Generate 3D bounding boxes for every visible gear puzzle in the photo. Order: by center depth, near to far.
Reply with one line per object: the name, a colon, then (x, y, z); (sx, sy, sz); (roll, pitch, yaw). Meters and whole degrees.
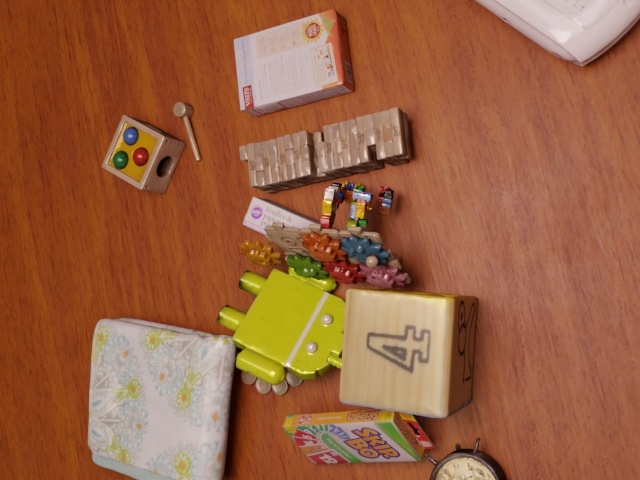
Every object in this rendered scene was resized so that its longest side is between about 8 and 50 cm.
gear puzzle: (-0.018, 0.033, 1.332); (0.338, 0.175, 0.044); (4, 60, 33)

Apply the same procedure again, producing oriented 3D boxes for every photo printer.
photo printer: (0.417, -0.466, 1.258); (0.307, 0.107, 0.256); (42, 104, 21)

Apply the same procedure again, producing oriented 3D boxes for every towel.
towel: (-0.341, 0.336, 1.537); (0.374, 0.090, 0.321); (5, 91, 33)

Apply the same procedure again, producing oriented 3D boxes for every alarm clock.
alarm clock: (0.266, 0.451, 1.291); (0.129, 0.064, 0.192); (-24, 74, 21)

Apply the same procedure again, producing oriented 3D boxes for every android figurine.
android figurine: (-0.055, 0.160, 1.417); (0.272, 0.056, 0.248); (24, 68, 19)

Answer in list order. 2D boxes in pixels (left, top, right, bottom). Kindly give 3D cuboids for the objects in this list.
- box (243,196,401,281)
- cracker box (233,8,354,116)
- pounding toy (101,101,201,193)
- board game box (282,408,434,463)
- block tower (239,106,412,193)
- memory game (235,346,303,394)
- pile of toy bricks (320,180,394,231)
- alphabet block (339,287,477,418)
box: (0.000, 0.000, 1.444); (0.324, 0.067, 0.063); (24, 97, 23)
cracker box: (-0.056, -0.354, 1.492); (0.232, 0.067, 0.156); (-9, 82, 23)
pounding toy: (-0.352, -0.212, 1.604); (0.181, 0.094, 0.206); (29, 99, 24)
board game box: (0.067, 0.358, 1.346); (0.259, 0.039, 0.124); (-14, 126, 30)
block tower: (0.011, -0.167, 1.435); (0.335, 0.091, 0.097); (-9, 82, 25)
memory game: (-0.098, 0.222, 1.503); (0.186, 0.012, 0.186); (-2, 85, 24)
pile of toy bricks: (0.065, -0.045, 1.349); (0.118, 0.212, 0.105); (10, 101, 11)
alphabet block: (0.157, 0.188, 1.291); (0.193, 0.192, 0.197); (3, 87, 23)
